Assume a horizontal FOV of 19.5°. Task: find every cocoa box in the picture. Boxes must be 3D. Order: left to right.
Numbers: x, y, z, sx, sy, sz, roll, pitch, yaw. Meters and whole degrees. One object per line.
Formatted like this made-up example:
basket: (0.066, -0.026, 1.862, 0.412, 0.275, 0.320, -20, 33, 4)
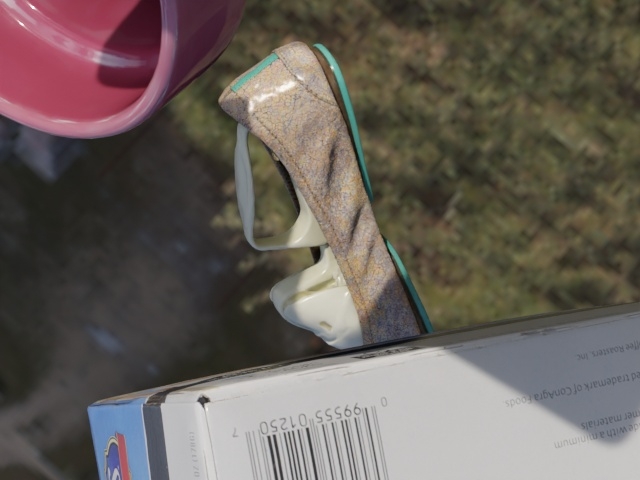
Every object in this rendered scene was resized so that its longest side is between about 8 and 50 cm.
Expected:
cocoa box: (0.069, 0.171, 1.092, 0.228, 0.347, 0.232, 167, 93, -68)

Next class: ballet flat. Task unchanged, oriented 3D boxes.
ballet flat: (0.000, 0.000, 1.429, 0.107, 0.106, 0.316, 39, 153, 63)

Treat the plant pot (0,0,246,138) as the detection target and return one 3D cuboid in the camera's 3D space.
plant pot: (-0.085, -0.173, 0.807, 0.201, 0.180, 0.201, 26, 139, 25)
